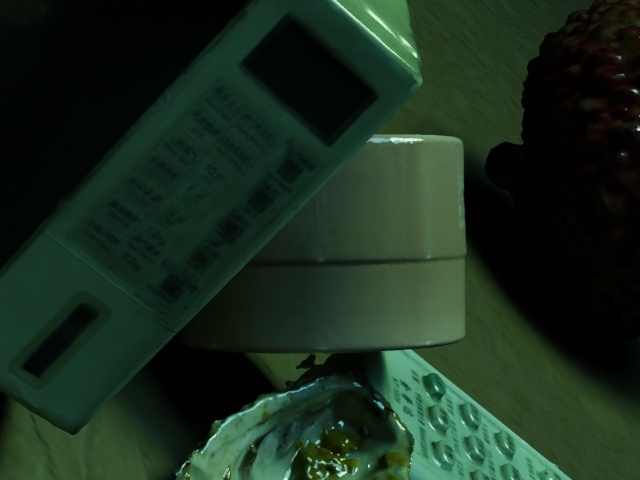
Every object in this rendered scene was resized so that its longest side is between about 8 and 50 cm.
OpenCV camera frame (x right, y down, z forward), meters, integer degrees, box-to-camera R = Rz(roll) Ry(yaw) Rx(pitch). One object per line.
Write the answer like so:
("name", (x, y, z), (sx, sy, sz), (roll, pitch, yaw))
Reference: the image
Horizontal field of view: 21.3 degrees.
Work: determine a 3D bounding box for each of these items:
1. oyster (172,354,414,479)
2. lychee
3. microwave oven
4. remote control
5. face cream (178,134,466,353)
("oyster", (-0.012, 0.116, 0.797), (0.105, 0.056, 0.177), (26, 41, 2))
("lychee", (0.297, -0.061, 1.432), (0.330, 0.306, 0.306), (-2, 34, -6))
("microwave oven", (-0.185, -0.159, 0.708), (0.394, 0.247, 0.333), (40, 20, -21))
("remote control", (0.128, 0.183, 0.968), (0.335, 0.065, 0.128), (40, 19, -20))
("face cream", (0.000, 0.000, 0.870), (0.149, 0.149, 0.104), (-4, 94, -65))
